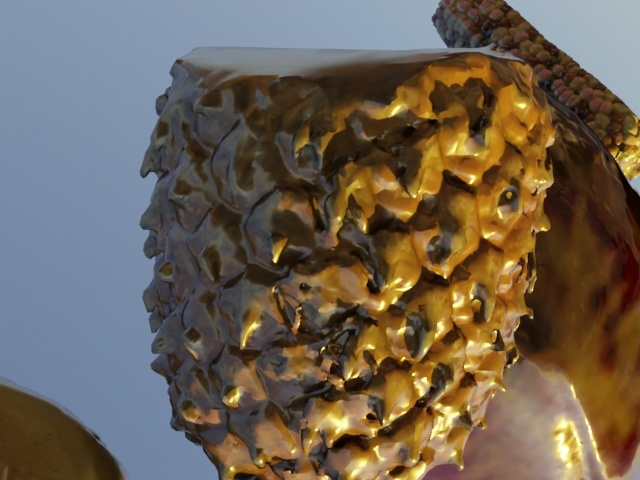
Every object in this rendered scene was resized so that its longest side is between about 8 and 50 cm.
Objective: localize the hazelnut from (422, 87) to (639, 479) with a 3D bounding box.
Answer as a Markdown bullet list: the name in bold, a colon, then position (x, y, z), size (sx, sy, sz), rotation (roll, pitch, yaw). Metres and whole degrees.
- **hazelnut**: position (0.121, 0.039, 0.991), size (0.429, 0.402, 0.402), rotation (57, -151, -12)

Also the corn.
- **corn**: position (0.225, -0.160, 1.185), size (0.280, 0.092, 0.092), rotation (48, -151, 21)

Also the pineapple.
- **pineapple**: position (0.005, 0.077, 0.563), size (0.202, 0.202, 0.361), rotation (-5, -79, -54)

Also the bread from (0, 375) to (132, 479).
- **bread**: position (-0.274, 0.239, 0.752), size (0.333, 0.160, 0.333), rotation (2, -139, -2)
